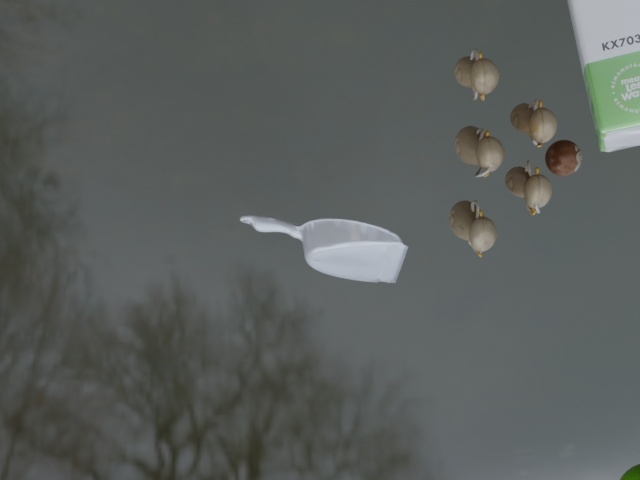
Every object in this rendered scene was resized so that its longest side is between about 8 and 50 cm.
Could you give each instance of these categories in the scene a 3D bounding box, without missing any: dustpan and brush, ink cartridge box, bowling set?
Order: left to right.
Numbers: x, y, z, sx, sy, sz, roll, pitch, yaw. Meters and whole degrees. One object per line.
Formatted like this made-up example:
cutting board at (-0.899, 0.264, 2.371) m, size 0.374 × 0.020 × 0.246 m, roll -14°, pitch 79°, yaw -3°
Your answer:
dustpan and brush at (0.000, 0.000, 1.484) m, size 0.211 × 0.060 × 0.147 m, roll 3°, pitch 158°, yaw -3°
bowling set at (0.289, -0.129, 1.626) m, size 0.200 × 0.287 × 0.154 m, roll -4°, pitch -167°, yaw -6°
ink cartridge box at (0.338, -0.284, 1.117) m, size 0.207 × 0.353 × 0.119 m, roll -12°, pitch 172°, yaw 14°

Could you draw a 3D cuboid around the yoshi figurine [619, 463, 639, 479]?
yoshi figurine at (0.595, 0.387, 1.838) m, size 0.362 × 0.203 × 0.203 m, roll -45°, pitch 169°, yaw 36°
